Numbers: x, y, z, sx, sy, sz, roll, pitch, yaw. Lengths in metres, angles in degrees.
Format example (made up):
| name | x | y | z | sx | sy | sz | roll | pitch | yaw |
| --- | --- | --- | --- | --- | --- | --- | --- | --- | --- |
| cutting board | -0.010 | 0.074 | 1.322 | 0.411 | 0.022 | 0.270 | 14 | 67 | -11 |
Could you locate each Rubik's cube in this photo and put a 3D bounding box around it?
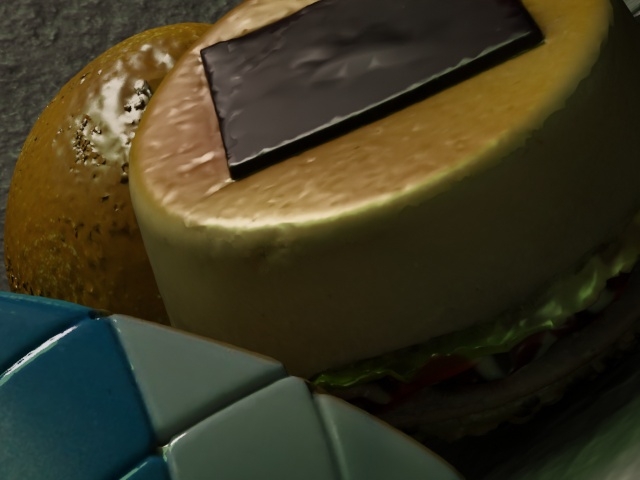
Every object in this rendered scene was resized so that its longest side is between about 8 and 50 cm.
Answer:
| name | x | y | z | sx | sy | sz | roll | pitch | yaw |
| --- | --- | --- | --- | --- | --- | --- | --- | --- | --- |
| Rubik's cube | -0.051 | 0.158 | 0.715 | 0.254 | 0.254 | 0.254 | -37 | 10 | 7 |

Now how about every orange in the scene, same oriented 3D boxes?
| name | x | y | z | sx | sy | sz | roll | pitch | yaw |
| --- | --- | --- | --- | --- | --- | --- | --- | --- | --- |
| orange | -0.076 | -0.006 | 1.106 | 0.274 | 0.274 | 0.274 | -37 | 10 | 7 |

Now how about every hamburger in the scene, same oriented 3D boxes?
| name | x | y | z | sx | sy | sz | roll | pitch | yaw |
| --- | --- | --- | --- | --- | --- | --- | --- | --- | --- |
| hamburger | 0.044 | -0.023 | 0.857 | 0.300 | 0.176 | 0.300 | -18 | 37 | 14 |

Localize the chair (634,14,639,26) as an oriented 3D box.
| name | x | y | z | sx | sy | sz | roll | pitch | yaw |
| --- | --- | --- | --- | --- | --- | --- | --- | --- | --- |
| chair | 0.249 | -0.359 | 1.384 | 0.410 | 0.362 | 0.364 | -37 | 8 | -26 |
